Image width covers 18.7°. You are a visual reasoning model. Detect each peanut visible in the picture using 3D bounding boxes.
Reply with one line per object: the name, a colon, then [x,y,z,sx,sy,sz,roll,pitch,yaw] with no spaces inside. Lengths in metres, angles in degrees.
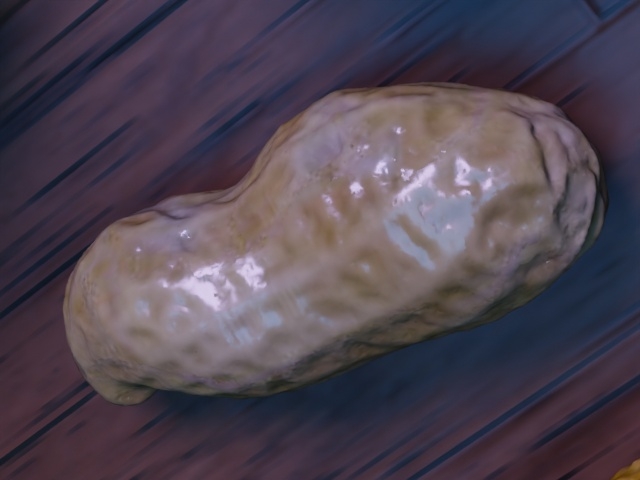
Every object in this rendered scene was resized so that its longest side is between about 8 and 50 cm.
peanut: [0.000,0.000,0.578,0.174,0.080,0.080,-21,99,18]

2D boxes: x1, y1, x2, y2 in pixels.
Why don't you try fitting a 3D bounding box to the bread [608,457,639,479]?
bread: [0.142,0.188,0.563,0.195,0.142,0.269,-33,98,18]
